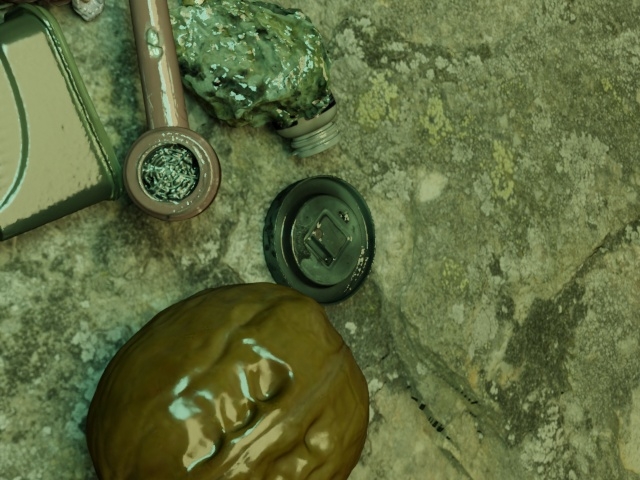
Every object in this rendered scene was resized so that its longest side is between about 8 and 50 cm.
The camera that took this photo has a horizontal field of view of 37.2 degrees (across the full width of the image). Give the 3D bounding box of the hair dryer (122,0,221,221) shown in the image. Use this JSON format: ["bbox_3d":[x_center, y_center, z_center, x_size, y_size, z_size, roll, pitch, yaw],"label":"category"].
[{"bbox_3d":[-0.217,-0.201,1.280,0.125,0.210,0.353,-11,94,-4],"label":"hair dryer"}]

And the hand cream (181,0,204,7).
[{"bbox_3d":[-0.176,-0.438,1.425,0.084,0.084,0.203,4,91,-38],"label":"hand cream"}]

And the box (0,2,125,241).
[{"bbox_3d":[-0.387,-0.145,1.211,0.178,0.138,0.274,-31,107,-30],"label":"box"}]

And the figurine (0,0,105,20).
[{"bbox_3d":[-0.343,-0.379,1.262,0.240,0.115,0.175,-27,105,-36],"label":"figurine"}]

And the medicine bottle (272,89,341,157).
[{"bbox_3d":[-0.039,-0.233,1.502,0.107,0.107,0.192,-36,110,-34],"label":"medicine bottle"}]

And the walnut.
[{"bbox_3d":[-0.121,0.247,1.285,0.354,0.308,0.398,48,61,-3],"label":"walnut"}]

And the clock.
[{"bbox_3d":[0.000,0.000,1.565,0.214,0.042,0.215,2,87,-38],"label":"clock"}]

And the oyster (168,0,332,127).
[{"bbox_3d":[-0.117,-0.256,1.387,0.112,0.267,0.199,-63,150,-66],"label":"oyster"}]
